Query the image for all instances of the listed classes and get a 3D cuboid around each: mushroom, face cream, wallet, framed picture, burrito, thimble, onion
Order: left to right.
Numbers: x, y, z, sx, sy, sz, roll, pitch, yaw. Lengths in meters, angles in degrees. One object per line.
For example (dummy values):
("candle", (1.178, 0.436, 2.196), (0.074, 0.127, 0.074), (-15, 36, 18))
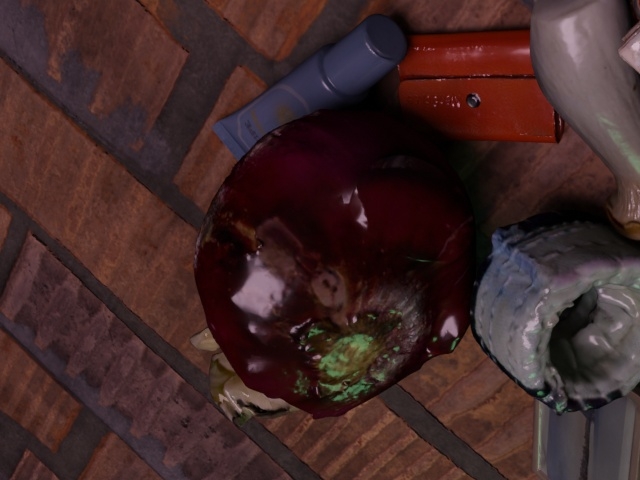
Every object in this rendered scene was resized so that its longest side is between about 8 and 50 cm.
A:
("burrito", (-0.066, 0.178, 1.465), (0.332, 0.135, 0.190), (-28, 92, 45))
("face cream", (-0.022, -0.183, 1.238), (0.135, 0.086, 0.385), (52, 141, -6))
("onion", (0.000, 0.000, 1.213), (0.420, 0.398, 0.398), (-133, 30, -57))
("wallet", (0.193, -0.188, 1.116), (0.204, 0.045, 0.142), (5, 120, 32))
("thimble", (0.298, 0.080, 1.082), (0.150, 0.237, 0.237), (-131, 29, -56))
("framed picture", (0.364, 0.273, 1.240), (0.213, 0.016, 0.289), (43, 145, 53))
("mushroom", (0.325, -0.155, 0.997), (0.122, 0.159, 0.328), (-8, 122, 43))

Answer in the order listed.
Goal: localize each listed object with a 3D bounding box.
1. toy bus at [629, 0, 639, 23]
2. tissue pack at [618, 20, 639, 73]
("toy bus", (0.424, -0.262, 0.862), (0.265, 0.120, 0.121), (-10, 111, 37))
("tissue pack", (0.426, -0.225, 0.756), (0.170, 0.071, 0.325), (41, 129, 0))
